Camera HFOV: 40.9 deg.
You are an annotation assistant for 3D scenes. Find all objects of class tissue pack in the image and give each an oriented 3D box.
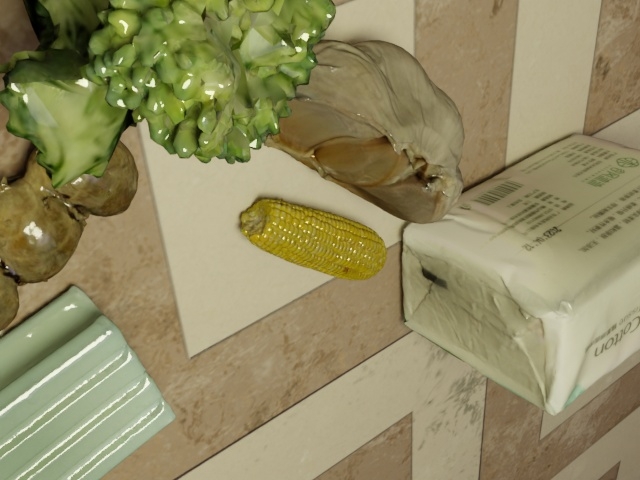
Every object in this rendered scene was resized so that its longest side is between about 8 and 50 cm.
[{"bbox_3d":[0.308,0.026,1.089,0.356,0.266,0.194,-27,127,-29],"label":"tissue pack"}]

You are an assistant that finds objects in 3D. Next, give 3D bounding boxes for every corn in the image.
[{"bbox_3d":[0.000,0.000,0.932,0.206,0.067,0.067,19,103,-46],"label":"corn"}]

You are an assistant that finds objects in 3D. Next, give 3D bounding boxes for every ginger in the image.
[{"bbox_3d":[-0.232,-0.007,0.693,0.204,0.080,0.104,-47,145,-11],"label":"ginger"}]

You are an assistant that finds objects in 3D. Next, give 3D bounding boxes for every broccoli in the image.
[{"bbox_3d":[-0.117,-0.215,0.499,0.317,0.277,0.338,-54,151,-21],"label":"broccoli"}]

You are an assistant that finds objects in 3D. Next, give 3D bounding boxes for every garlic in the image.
[{"bbox_3d":[0.059,-0.117,0.831,0.229,0.178,0.143,45,68,-34],"label":"garlic"}]

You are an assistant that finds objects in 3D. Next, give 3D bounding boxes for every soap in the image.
[{"bbox_3d":[-0.279,0.182,0.771,0.265,0.087,0.160,-39,137,-18],"label":"soap"}]
